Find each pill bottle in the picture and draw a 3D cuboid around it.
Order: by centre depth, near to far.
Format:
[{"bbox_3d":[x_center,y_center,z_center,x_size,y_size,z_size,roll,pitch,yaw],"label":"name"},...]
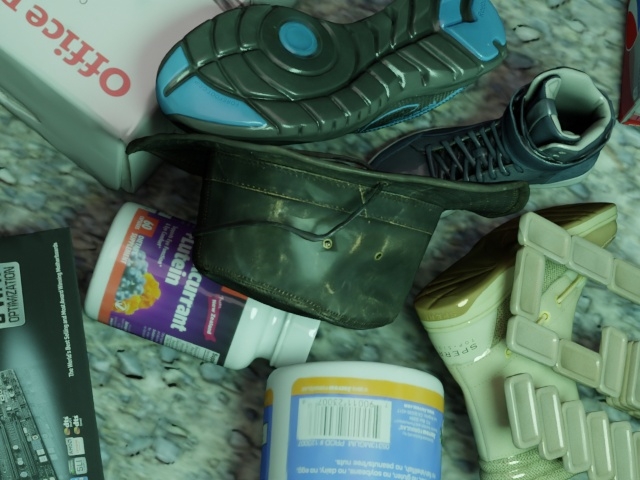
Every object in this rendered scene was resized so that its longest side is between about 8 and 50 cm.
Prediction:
[{"bbox_3d":[0.023,0.244,1.516,0.152,0.152,0.272,4,75,-5],"label":"pill bottle"},{"bbox_3d":[-0.095,0.047,1.579,0.193,0.108,0.108,20,74,-1],"label":"pill bottle"}]

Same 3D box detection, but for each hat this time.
[{"bbox_3d":[0.000,0.000,1.465,0.331,0.331,0.134,7,87,-4],"label":"hat"}]

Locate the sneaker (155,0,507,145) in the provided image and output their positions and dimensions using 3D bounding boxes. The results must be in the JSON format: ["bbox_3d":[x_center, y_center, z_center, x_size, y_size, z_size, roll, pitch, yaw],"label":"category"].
[{"bbox_3d":[0.003,-0.126,1.567,0.341,0.139,0.125,-12,71,-34],"label":"sneaker"}]

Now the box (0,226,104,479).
[{"bbox_3d":[-0.304,0.146,1.500,0.242,0.076,0.307,-7,56,-8],"label":"box"}]

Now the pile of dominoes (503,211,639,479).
[{"bbox_3d":[0.227,0.108,1.553,0.251,0.040,0.196,25,67,-39],"label":"pile of dominoes"}]

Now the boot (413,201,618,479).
[{"bbox_3d":[0.197,0.091,1.598,0.262,0.095,0.203,-34,109,-47],"label":"boot"}]

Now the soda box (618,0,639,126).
[{"bbox_3d":[0.337,-0.236,1.711,0.092,0.083,0.263,8,74,-4],"label":"soda box"}]

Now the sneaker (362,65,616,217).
[{"bbox_3d":[0.147,-0.085,1.612,0.226,0.163,0.086,-13,78,-8],"label":"sneaker"}]

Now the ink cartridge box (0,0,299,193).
[{"bbox_3d":[-0.156,-0.285,1.632,0.285,0.166,0.395,37,76,6],"label":"ink cartridge box"}]
